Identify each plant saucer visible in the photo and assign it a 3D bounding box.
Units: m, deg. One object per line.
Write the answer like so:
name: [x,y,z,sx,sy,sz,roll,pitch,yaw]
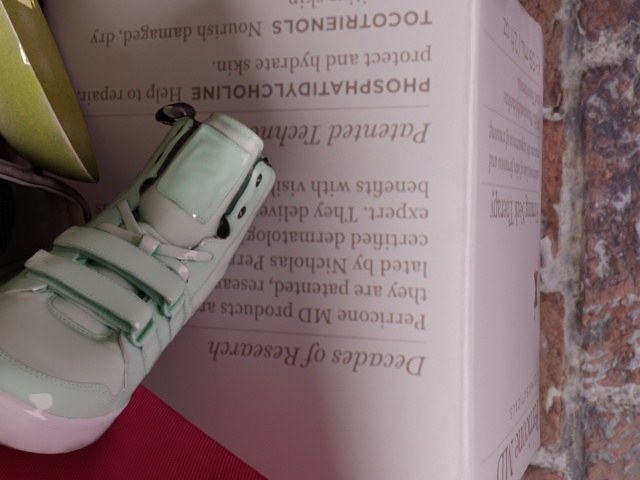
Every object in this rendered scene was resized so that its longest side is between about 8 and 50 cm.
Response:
plant saucer: [-0.190,-0.139,0.522,0.241,0.037,0.241,159,-90,-83]

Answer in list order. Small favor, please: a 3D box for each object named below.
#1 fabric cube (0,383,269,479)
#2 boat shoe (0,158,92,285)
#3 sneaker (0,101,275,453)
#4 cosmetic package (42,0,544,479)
fabric cube: [-0.115,0.254,0.407,0.254,0.258,0.259,-22,118,-36]
boat shoe: [-0.234,-0.007,0.429,0.335,0.119,0.121,-27,115,-67]
sneaker: [-0.099,-0.001,0.473,0.151,0.094,0.256,-58,180,16]
cosmetic package: [0.000,0.000,0.751,0.329,0.327,0.394,-5,95,-69]
